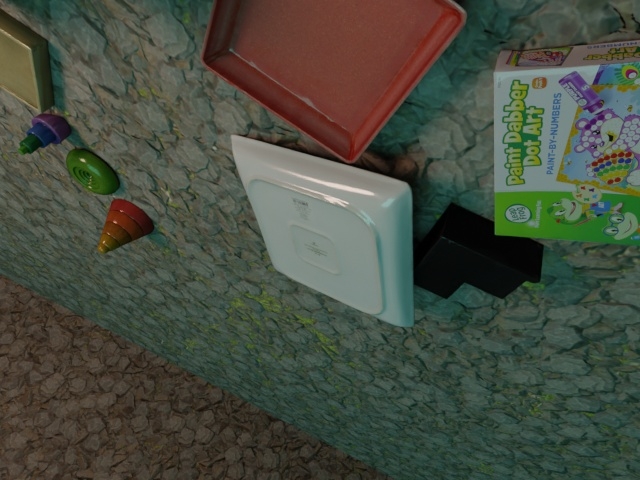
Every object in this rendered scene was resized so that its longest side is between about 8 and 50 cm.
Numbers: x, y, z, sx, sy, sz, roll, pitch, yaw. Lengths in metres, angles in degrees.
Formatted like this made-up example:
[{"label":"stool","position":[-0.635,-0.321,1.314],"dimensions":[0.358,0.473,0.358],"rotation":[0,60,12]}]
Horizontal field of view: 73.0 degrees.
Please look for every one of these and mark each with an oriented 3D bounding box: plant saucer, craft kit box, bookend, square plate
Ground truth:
[{"label":"plant saucer","position":[-0.002,-0.248,0.524],"dimensions":[0.258,0.048,0.259],"rotation":[33,145,-7]},{"label":"craft kit box","position":[0.330,-0.098,0.492],"dimensions":[0.247,0.061,0.250],"rotation":[8,140,29]},{"label":"bookend","position":[0.241,0.041,0.703],"dimensions":[0.157,0.072,0.156],"rotation":[24,145,3]},{"label":"square plate","position":[0.000,0.000,0.768],"dimensions":[0.347,0.049,0.344],"rotation":[21,145,30]}]

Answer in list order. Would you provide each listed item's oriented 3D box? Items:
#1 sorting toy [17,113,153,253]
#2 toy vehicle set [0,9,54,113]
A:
[{"label":"sorting toy","position":[-0.537,-0.102,0.983],"dimensions":[0.127,0.126,0.365],"rotation":[5,140,28]},{"label":"toy vehicle set","position":[-0.620,-0.369,0.781],"dimensions":[0.267,0.035,0.166],"rotation":[34,144,-9]}]
